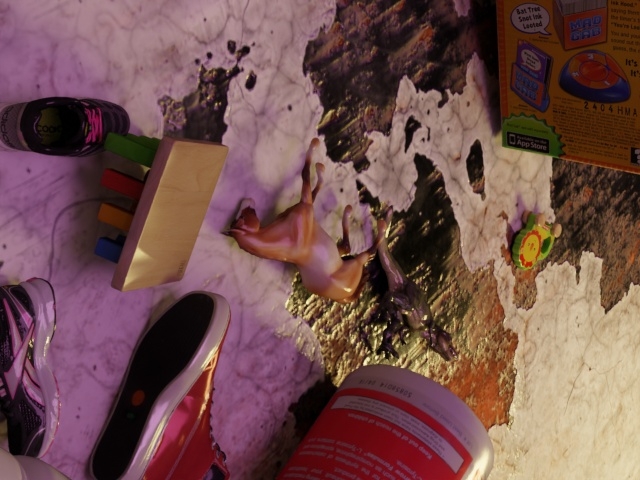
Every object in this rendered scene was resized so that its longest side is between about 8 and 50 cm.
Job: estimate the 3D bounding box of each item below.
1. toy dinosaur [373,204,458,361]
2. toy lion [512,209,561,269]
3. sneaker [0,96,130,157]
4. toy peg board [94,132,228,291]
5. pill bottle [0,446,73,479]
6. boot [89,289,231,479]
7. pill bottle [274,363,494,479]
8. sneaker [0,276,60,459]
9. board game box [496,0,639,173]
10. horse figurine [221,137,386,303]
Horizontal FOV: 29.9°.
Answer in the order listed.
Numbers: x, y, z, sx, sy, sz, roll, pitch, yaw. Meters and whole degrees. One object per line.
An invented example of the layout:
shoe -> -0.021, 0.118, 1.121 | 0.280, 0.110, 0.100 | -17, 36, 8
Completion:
toy dinosaur -> 0.114, 0.092, 1.677 | 0.118, 0.064, 0.268 | -56, 132, -39
toy lion -> 0.353, 0.005, 1.980 | 0.100, 0.034, 0.096 | 24, 84, -50
sneaker -> -0.246, -0.111, 1.187 | 0.170, 0.075, 0.063 | -6, 100, -51
toy peg board -> -0.183, -0.040, 1.259 | 0.160, 0.079, 0.161 | -69, 166, 8
pill bottle -> -0.273, 0.305, 1.148 | 0.283, 0.160, 0.160 | 50, 58, -42
boot -> -0.140, 0.189, 1.358 | 0.176, 0.088, 0.244 | 38, 75, -47
pill bottle -> 0.030, 0.369, 1.478 | 0.407, 0.229, 0.229 | -52, 132, -32
sneaker -> -0.306, 0.127, 1.169 | 0.077, 0.072, 0.178 | -3, 90, -39
board game box -> 0.505, -0.340, 1.809 | 0.356, 0.357, 0.356 | -40, 134, -41
horse figurine -> 0.000, 0.000, 1.516 | 0.263, 0.066, 0.174 | 51, 52, -39
